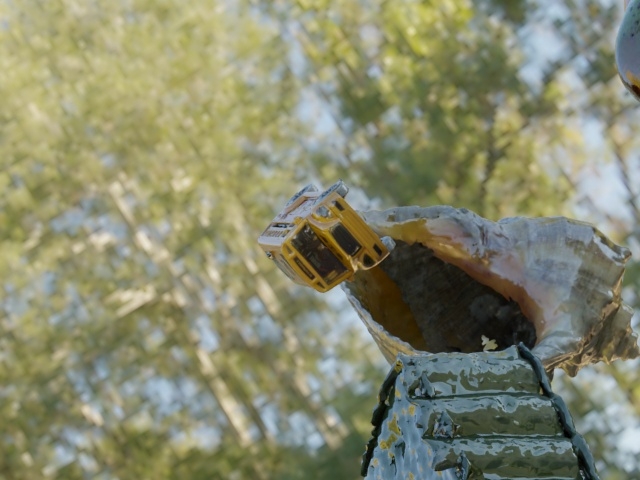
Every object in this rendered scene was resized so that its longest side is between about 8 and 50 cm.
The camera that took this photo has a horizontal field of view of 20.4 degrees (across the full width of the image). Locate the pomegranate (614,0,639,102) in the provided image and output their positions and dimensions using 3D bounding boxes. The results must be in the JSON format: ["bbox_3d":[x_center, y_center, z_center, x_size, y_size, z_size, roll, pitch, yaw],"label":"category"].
[{"bbox_3d":[0.387,-0.181,1.703,0.209,0.180,0.180,16,-48,-43],"label":"pomegranate"}]

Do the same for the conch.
[{"bbox_3d":[0.177,0.092,1.982,0.297,0.352,0.210,-55,-32,-53],"label":"conch"}]

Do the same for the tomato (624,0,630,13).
[{"bbox_3d":[0.511,-0.299,2.244,0.256,0.256,0.224,-54,9,49],"label":"tomato"}]

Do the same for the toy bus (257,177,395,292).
[{"bbox_3d":[0.000,0.000,1.449,0.074,0.069,0.162,-43,9,-8],"label":"toy bus"}]

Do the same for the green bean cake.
[{"bbox_3d":[0.108,0.235,1.266,0.132,0.241,0.255,-2,-53,-19],"label":"green bean cake"}]
